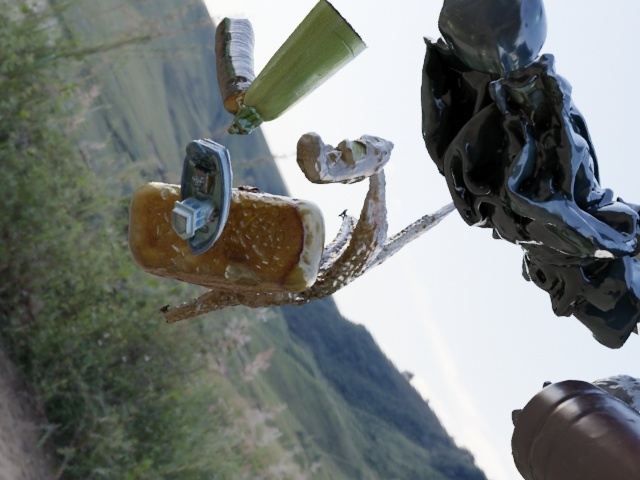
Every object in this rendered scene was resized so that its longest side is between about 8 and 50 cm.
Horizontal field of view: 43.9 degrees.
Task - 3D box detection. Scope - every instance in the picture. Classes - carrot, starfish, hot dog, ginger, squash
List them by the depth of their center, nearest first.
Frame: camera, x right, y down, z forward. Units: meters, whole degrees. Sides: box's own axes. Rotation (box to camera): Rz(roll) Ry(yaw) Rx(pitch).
[{"bbox_3d":[0.023,-0.091,0.912,0.051,0.069,0.173,56,31,12],"label":"ginger"},{"bbox_3d":[-0.117,-0.005,1.062,0.153,0.257,0.150,28,70,-83],"label":"hot dog"},{"bbox_3d":[-0.042,-0.222,1.076,0.094,0.224,0.094,46,3,-3],"label":"squash"},{"bbox_3d":[0.007,0.010,1.194,0.398,0.384,0.132,-32,-89,48],"label":"starfish"},{"bbox_3d":[-0.133,-0.284,1.276,0.260,0.070,0.070,-101,176,-49],"label":"carrot"}]

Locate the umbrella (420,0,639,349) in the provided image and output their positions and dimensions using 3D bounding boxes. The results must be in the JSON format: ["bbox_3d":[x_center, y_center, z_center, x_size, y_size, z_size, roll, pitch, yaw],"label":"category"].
[{"bbox_3d":[0.133,-0.034,0.488,0.143,0.094,0.349,31,-6,32],"label":"umbrella"}]

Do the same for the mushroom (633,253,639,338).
[{"bbox_3d":[0.333,0.106,0.597,0.154,0.137,0.407,57,13,-16],"label":"mushroom"}]

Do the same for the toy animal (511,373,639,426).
[{"bbox_3d":[0.312,0.173,0.875,0.105,0.202,0.070,51,20,-73],"label":"toy animal"}]

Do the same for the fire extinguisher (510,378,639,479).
[{"bbox_3d":[0.187,0.148,0.347,0.089,0.072,0.268,51,-5,-20],"label":"fire extinguisher"}]

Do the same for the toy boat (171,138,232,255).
[{"bbox_3d":[-0.132,-0.040,0.857,0.059,0.066,0.140,26,-51,22],"label":"toy boat"}]
